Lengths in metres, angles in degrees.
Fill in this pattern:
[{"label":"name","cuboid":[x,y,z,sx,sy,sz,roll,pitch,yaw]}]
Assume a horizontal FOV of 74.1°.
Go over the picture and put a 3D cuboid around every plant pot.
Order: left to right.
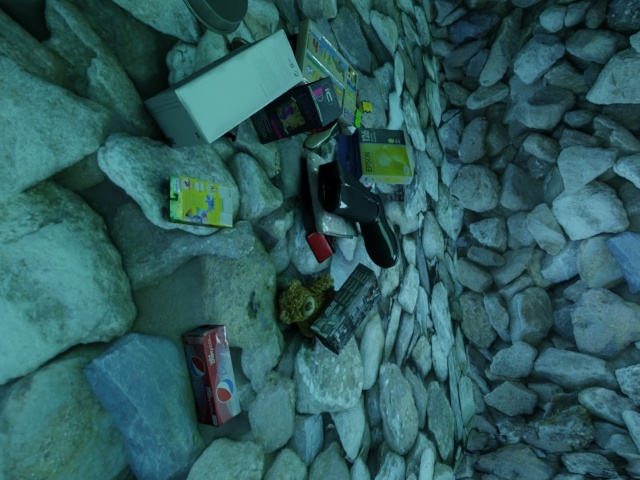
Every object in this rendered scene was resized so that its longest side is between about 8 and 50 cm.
[{"label":"plant pot","cuboid":[0.021,0.189,1.725,0.079,0.083,0.083,41,51,-62]}]

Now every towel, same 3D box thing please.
[{"label":"towel","cuboid":[0.052,-0.178,1.792,0.317,0.053,0.331,11,66,-59]}]

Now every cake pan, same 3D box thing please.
[{"label":"cake pan","cuboid":[-0.340,-0.824,1.363,0.293,0.054,0.293,14,73,-54]}]

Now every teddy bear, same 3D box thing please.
[{"label":"teddy bear","cuboid":[-0.010,0.250,1.583,0.245,0.113,0.338,-46,142,-6]}]

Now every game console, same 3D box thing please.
[{"label":"game console","cuboid":[0.000,0.000,1.774,0.124,0.085,0.144,-102,167,-61]}]

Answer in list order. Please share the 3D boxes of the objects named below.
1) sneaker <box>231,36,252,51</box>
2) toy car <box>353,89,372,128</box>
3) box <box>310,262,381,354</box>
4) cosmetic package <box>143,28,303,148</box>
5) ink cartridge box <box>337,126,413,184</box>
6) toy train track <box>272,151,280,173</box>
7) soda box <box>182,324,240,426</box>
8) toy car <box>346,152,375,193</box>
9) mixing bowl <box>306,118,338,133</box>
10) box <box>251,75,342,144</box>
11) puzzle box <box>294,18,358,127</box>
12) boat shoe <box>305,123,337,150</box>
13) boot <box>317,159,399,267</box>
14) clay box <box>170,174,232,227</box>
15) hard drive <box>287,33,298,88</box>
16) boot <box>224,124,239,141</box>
[{"label":"sneaker","cuboid":[-0.247,-0.657,1.483,0.188,0.066,0.071,26,46,-58]},{"label":"toy car","cuboid":[0.177,-0.656,2.117,0.239,0.053,0.224,36,56,-47]},{"label":"box","cuboid":[0.107,0.266,1.612,0.307,0.077,0.242,-52,152,-15]},{"label":"cosmetic package","cuboid":[-0.261,-0.419,1.182,0.385,0.217,0.156,-45,123,-31]},{"label":"ink cartridge box","cuboid":[0.238,-0.384,1.898,0.072,0.307,0.303,103,-13,-56]},{"label":"toy train track","cuboid":[-0.160,-0.289,1.580,0.048,0.014,0.083,12,75,-56]},{"label":"soda box","cuboid":[-0.303,0.374,1.188,0.092,0.084,0.263,-17,99,-56]},{"label":"toy car","cuboid":[0.261,-0.349,2.001,0.219,0.238,0.210,53,31,-38]},{"label":"mixing bowl","cuboid":[-0.023,-0.521,1.697,0.181,0.181,0.098,23,53,-53]},{"label":"box","cuboid":[-0.088,-0.454,1.483,0.165,0.270,0.143,-49,125,-49]},{"label":"puzzle box","cuboid":[0.032,-0.690,1.794,0.409,0.052,0.272,21,72,-54]},{"label":"boat shoe","cuboid":[0.012,-0.436,1.807,0.233,0.084,0.079,-54,147,-41]},{"label":"boot","cuboid":[0.159,-0.090,1.722,0.445,0.146,0.366,27,43,-60]},{"label":"clay box","cuboid":[-0.352,-0.107,1.224,0.222,0.053,0.127,8,78,-55]},{"label":"hard drive","cuboid":[-0.072,-0.708,1.747,0.254,0.054,0.172,63,39,-29]},{"label":"boot","cuboid":[-0.312,-0.415,1.325,0.198,0.077,0.137,29,66,-50]}]
